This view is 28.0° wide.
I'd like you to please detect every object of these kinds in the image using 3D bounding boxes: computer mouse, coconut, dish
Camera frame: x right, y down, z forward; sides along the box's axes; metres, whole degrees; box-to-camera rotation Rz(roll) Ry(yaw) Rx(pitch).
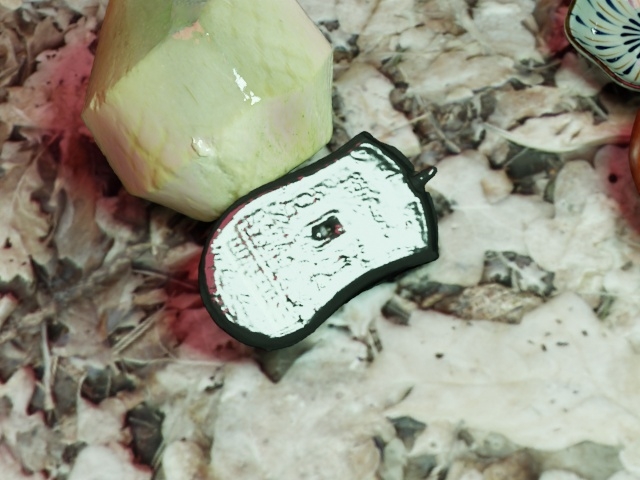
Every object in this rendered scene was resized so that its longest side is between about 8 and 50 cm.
[{"bbox_3d":[0.000,0.000,1.224,0.264,0.088,0.147,-29,88,-13],"label":"computer mouse"},{"bbox_3d":[-0.118,-0.157,1.272,0.259,0.259,0.259,-4,59,7],"label":"coconut"},{"bbox_3d":[0.345,-0.217,1.314,0.191,0.066,0.190,-3,64,7],"label":"dish"}]

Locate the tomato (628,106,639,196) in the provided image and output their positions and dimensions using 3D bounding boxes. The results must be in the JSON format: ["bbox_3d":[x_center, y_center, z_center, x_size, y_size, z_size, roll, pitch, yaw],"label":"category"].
[{"bbox_3d":[0.367,-0.088,1.186,0.187,0.151,0.187,0,80,0],"label":"tomato"}]
